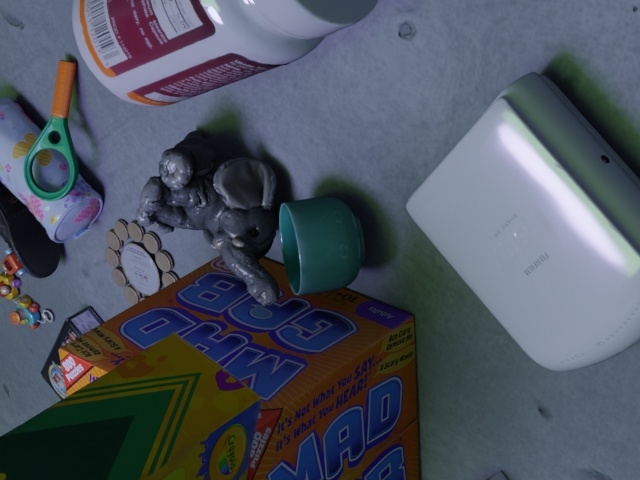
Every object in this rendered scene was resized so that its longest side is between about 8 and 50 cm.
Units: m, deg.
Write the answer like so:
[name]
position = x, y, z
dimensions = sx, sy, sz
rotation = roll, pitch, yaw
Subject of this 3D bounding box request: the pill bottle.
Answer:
[pill bottle]
position = -0.119, -0.312, 1.574
dimensions = 0.392, 0.224, 0.224
rotation = -10, 106, 48

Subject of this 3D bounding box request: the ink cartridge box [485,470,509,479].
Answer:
[ink cartridge box]
position = 0.227, 0.397, 1.769
dimensions = 0.090, 0.092, 0.143
rotation = 52, 138, 9

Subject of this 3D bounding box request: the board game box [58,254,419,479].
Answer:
[board game box]
position = -0.104, 0.280, 1.824
dimensions = 0.356, 0.356, 0.356
rotation = 20, 126, 36

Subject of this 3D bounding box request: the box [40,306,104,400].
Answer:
[box]
position = -0.400, 0.286, 2.362
dimensions = 0.270, 0.060, 0.216
rotation = 49, 139, 11

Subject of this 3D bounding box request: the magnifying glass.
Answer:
[magnifying glass]
position = -0.430, -0.178, 2.056
dimensions = 0.092, 0.026, 0.231
rotation = 13, 101, 13

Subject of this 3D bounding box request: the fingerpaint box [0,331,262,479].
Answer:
[fingerpaint box]
position = -0.273, 0.384, 1.498
dimensions = 0.163, 0.371, 0.445
rotation = 33, 133, 27

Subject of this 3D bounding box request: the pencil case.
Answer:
[pencil case]
position = -0.496, -0.120, 2.163
dimensions = 0.273, 0.113, 0.124
rotation = 45, 144, 16

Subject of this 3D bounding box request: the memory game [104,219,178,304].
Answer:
[memory game]
position = -0.305, 0.049, 2.154
dimensions = 0.186, 0.012, 0.186
rotation = 25, 130, 34

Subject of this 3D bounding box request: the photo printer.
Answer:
[photo printer]
position = 0.268, -0.004, 1.462
dimensions = 0.307, 0.107, 0.256
rotation = 51, 140, 9

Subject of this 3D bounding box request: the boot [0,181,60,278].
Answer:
[boot]
position = -0.595, -0.030, 2.357
dimensions = 0.229, 0.091, 0.263
rotation = -27, 90, 55

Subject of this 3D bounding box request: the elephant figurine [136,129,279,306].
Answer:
[elephant figurine]
position = -0.130, -0.037, 1.815
dimensions = 0.239, 0.169, 0.186
rotation = 26, 90, 3

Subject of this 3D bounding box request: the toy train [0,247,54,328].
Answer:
[toy train]
position = -0.589, 0.101, 2.448
dimensions = 0.125, 0.046, 0.166
rotation = -22, 97, 50

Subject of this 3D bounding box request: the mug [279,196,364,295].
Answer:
[mug]
position = 0.001, -0.004, 1.736
dimensions = 0.158, 0.097, 0.129
rotation = -110, 16, -45
